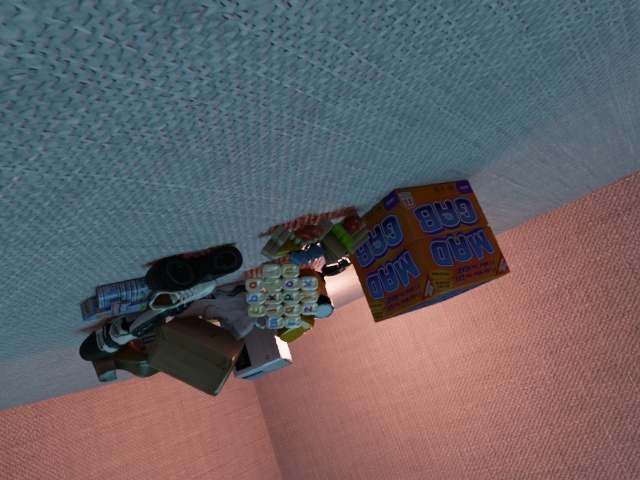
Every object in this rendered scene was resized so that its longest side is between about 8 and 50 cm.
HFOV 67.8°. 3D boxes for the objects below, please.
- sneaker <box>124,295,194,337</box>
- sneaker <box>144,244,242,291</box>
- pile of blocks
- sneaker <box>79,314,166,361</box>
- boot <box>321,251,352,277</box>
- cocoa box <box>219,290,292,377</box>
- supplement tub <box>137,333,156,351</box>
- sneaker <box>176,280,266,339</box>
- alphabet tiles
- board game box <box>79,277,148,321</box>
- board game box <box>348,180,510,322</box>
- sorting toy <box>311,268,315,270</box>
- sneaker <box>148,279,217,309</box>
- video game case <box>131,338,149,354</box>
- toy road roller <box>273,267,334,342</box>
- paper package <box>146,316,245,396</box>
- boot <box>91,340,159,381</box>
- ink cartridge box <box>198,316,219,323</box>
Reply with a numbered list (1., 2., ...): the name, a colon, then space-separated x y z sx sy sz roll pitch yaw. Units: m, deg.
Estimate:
1. sneaker: -0.557 0.223 1.676 0.271 0.108 0.100 -30 152 -28
2. sneaker: -0.380 0.098 1.436 0.286 0.109 0.130 -10 169 -26
3. pile of blocks: 0.000 0.000 1.484 0.361 0.149 0.113 -14 164 -19
4. sneaker: -0.754 0.336 1.764 0.330 0.123 0.146 -28 166 -8
5. boot: 0.077 0.068 1.953 0.236 0.085 0.178 -31 160 15
6. cocoa box: -0.302 0.432 2.183 0.231 0.348 0.228 -22 158 2
7. supplement tub: -0.741 0.473 2.083 0.144 0.200 0.144 -19 166 -5
8. sneaker: -0.394 0.297 1.895 0.365 0.211 0.137 -13 163 -25
9. alphabet tiles: -0.148 0.216 1.850 0.277 0.285 0.021 -2 -157 -3
10. board game box: -0.643 0.190 1.489 0.193 0.060 0.194 -13 163 -28
11. board game box: 0.358 0.040 1.692 0.356 0.357 0.356 -11 163 -32
12. sorting toy: -0.073 0.167 2.175 0.132 0.047 0.274 -30 162 32
13. sneaker: -0.455 0.176 1.582 0.228 0.088 0.092 -19 -163 -6
14. video game case: -0.794 0.447 1.968 0.119 0.166 0.015 -24 146 -49
15. toy road roller: -0.124 0.248 2.001 0.329 0.203 0.240 -41 129 20
16. paper package: -0.481 0.434 1.881 0.168 0.309 0.325 -64 -179 1
17. boot: -0.762 0.444 1.904 0.283 0.220 0.109 -7 130 -29
18. ink cartridge box: -0.522 0.380 2.330 0.171 0.056 0.235 -3 159 -48
